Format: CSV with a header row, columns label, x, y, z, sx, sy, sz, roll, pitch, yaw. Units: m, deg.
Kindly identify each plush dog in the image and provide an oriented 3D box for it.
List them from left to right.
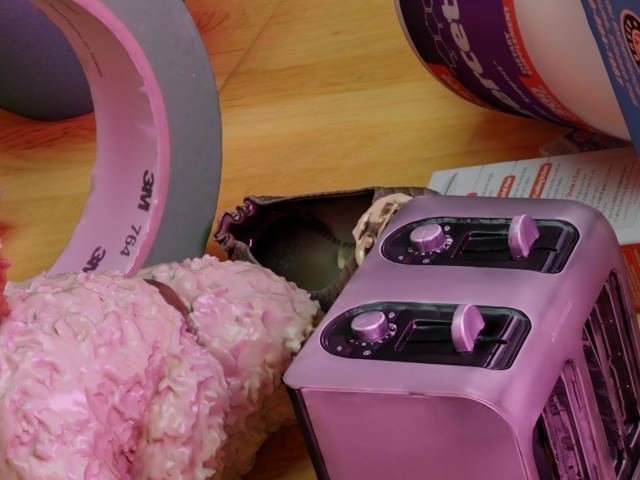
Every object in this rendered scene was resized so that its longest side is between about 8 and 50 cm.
label,x,y,z,sx,sy,sz,roll,pitch,yaw
plush dog,-0.099,0.074,1.033,0.225,0.211,0.262,-18,20,-40

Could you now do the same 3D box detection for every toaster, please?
label,x,y,z,sx,sy,sz,roll,pitch,yaw
toaster,0.075,0.091,0.881,0.110,0.186,0.168,-3,29,28

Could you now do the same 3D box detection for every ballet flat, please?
label,x,y,z,sx,sy,sz,roll,pitch,yaw
ballet flat,0.000,0.000,1.105,0.084,0.058,0.250,-58,22,-12

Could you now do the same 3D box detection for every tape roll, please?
label,x,y,z,sx,sy,sz,roll,pitch,yaw
tape roll,-0.207,-0.043,1.130,0.321,0.321,0.077,-39,33,-24

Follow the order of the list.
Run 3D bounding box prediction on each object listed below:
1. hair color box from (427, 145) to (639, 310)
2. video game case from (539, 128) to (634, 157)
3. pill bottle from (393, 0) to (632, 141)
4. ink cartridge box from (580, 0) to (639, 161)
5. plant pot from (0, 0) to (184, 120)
label,x,y,z,sx,sy,sz,roll,pitch,yaw
hair color box,0.135,-0.003,1.090,0.167,0.053,0.093,-5,37,27
video game case,0.205,-0.069,1.184,0.122,0.011,0.087,-30,31,-10
pill bottle,0.153,-0.158,1.156,0.181,0.181,0.323,-30,14,-10
ink cartridge box,0.283,-0.008,0.762,0.166,0.285,0.395,-30,30,-7
plant pot,-0.217,-0.210,1.520,0.290,0.195,0.290,-18,30,11
